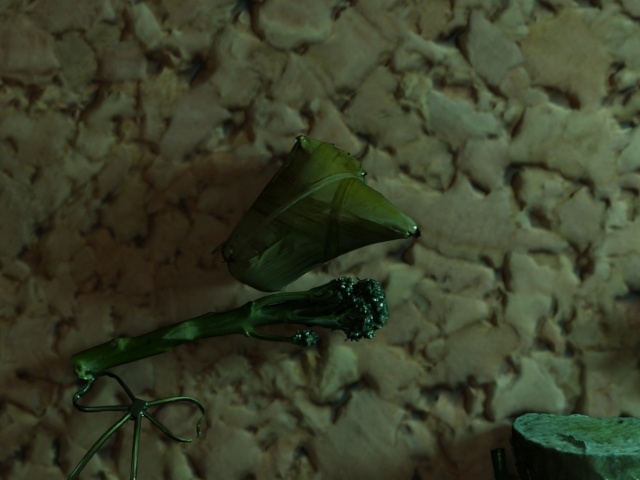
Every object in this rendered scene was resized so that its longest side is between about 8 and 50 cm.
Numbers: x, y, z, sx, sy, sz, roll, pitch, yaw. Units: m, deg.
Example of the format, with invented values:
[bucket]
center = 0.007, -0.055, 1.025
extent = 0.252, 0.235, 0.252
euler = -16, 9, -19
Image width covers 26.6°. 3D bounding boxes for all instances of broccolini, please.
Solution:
[broccolini]
center = -0.107, 0.121, 1.587
extent = 0.392, 0.074, 0.078
euler = -17, 128, 13

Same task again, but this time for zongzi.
[zongzi]
center = 0.000, 0.000, 1.535
extent = 0.194, 0.099, 0.197
euler = -51, 55, 5

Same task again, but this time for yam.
[yam]
center = 0.310, 0.333, 1.453
extent = 0.203, 0.201, 0.271
euler = -4, 93, 10

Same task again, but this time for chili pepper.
[chili pepper]
center = 0.215, 0.277, 1.550
extent = 0.027, 0.022, 0.083
euler = -27, 79, 8

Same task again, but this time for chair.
[chair]
center = -0.256, 0.333, 1.571
extent = 0.160, 0.170, 0.325
euler = 13, 46, 14
